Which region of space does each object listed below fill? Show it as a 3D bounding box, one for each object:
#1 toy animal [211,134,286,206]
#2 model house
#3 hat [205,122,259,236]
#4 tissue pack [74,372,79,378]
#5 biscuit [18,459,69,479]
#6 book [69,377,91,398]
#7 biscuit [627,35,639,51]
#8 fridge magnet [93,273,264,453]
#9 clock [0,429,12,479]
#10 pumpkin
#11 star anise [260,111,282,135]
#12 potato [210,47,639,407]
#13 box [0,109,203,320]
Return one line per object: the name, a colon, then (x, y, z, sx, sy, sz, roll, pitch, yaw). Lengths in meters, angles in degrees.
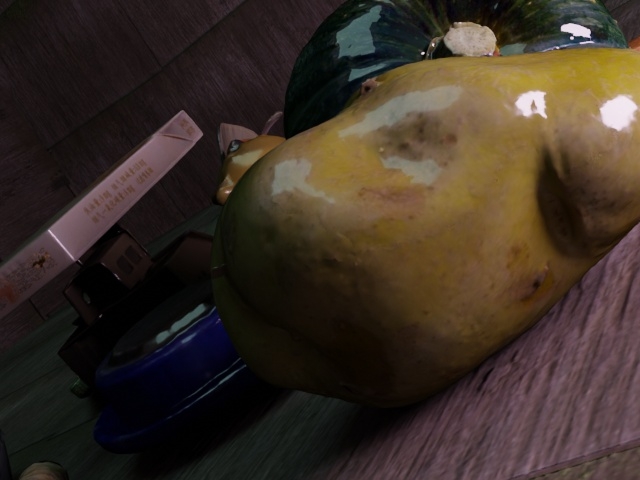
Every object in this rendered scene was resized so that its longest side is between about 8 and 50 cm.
toy animal: (-0.034, -0.086, 1.462, 0.281, 0.169, 0.195, -8, -47, -30)
model house: (-0.202, 0.061, 1.286, 0.211, 0.204, 0.243, -36, 12, 19)
hat: (-0.143, -0.048, 1.599, 0.149, 0.244, 0.214, -27, -9, 19)
tissue pack: (-0.400, 0.205, 1.716, 0.042, 0.062, 0.083, -31, 9, -9)
biscuit: (-0.280, 0.263, 0.986, 0.061, 0.055, 0.219, 2, 2, -11)
book: (-0.271, 0.120, 1.506, 0.264, 0.027, 0.202, -52, 4, -10)
biscuit: (0.354, -0.202, 1.236, 0.186, 0.036, 0.192, -27, 12, 29)
fridge magnet: (-0.120, 0.113, 1.022, 0.265, 0.112, 0.265, -34, 12, 8)
clock: (-0.542, 0.324, 1.258, 0.325, 0.067, 0.325, -14, 16, 4)
pumpkin: (0.104, -0.138, 0.885, 0.293, 0.196, 0.263, -17, -30, -6)
star anise: (-0.112, -0.102, 1.862, 0.219, 0.227, 0.148, -26, -1, -22)
potato: (0.088, -0.017, 0.696, 0.351, 0.202, 0.218, -29, -33, 5)
box: (-0.288, -0.028, 1.241, 0.205, 0.051, 0.365, -34, 12, 29)
